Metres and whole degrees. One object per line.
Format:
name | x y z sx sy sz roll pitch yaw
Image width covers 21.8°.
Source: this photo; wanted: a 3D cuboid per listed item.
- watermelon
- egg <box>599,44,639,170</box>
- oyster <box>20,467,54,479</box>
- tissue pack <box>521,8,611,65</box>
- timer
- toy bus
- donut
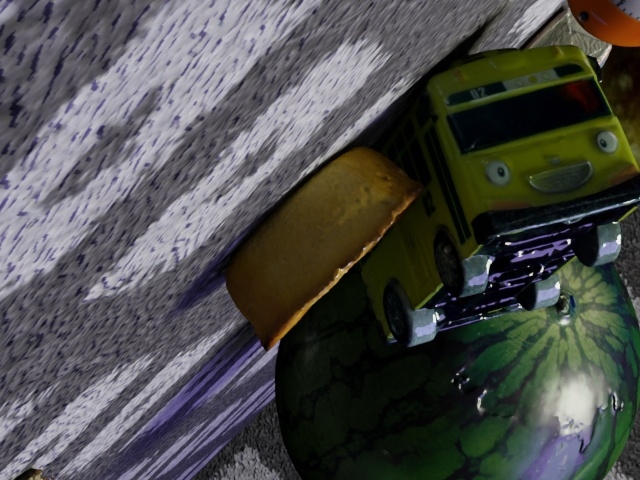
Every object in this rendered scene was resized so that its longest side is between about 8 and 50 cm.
watermelon | 0.127 0.124 1.547 0.363 0.363 0.363 -44 175 -5
egg | 0.383 -0.166 1.756 0.289 0.238 0.238 -20 -179 14
oyster | -0.208 0.189 1.115 0.086 0.029 0.132 -44 177 0
tissue pack | 0.207 -0.155 1.416 0.074 0.059 0.094 -47 175 7
timer | 0.218 -0.181 1.094 0.136 0.099 0.136 -21 -179 0
toy bus | 0.110 -0.028 1.146 0.128 0.150 0.262 -14 165 -17
donut | 0.000 0.000 1.044 0.152 0.058 0.152 -44 176 -4
